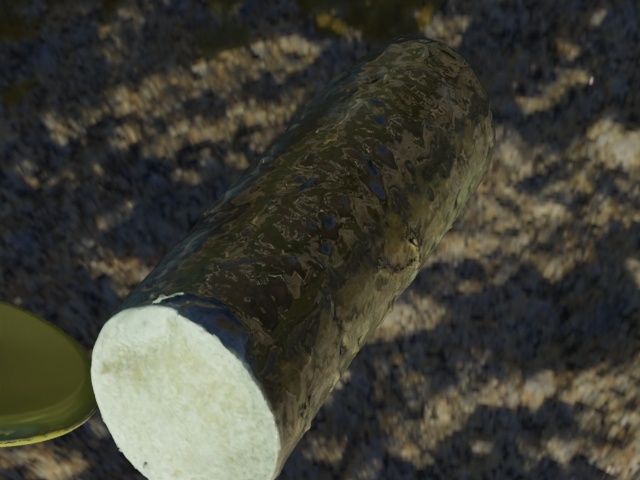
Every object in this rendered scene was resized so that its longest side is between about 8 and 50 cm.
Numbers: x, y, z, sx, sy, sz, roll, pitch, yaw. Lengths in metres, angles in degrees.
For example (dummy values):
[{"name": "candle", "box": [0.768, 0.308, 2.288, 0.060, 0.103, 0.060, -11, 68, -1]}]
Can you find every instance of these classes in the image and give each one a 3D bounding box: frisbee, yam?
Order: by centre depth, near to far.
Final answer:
[{"name": "yam", "box": [0.000, 0.000, 0.678, 0.093, 0.093, 0.259, 26, 41, 13]}, {"name": "frisbee", "box": [-0.275, 0.086, 1.146, 0.236, 0.236, 0.017, 20, 109, 11]}]
